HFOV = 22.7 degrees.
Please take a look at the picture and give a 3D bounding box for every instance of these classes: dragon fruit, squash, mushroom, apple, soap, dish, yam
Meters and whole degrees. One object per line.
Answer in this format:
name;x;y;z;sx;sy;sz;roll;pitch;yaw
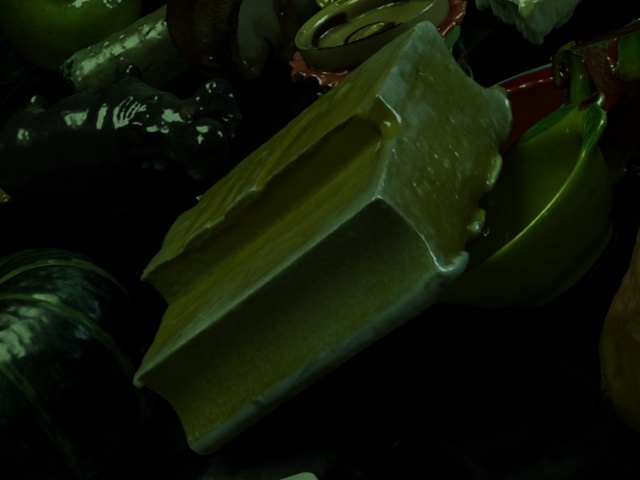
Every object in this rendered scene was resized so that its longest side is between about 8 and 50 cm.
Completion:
dragon fruit;0.247;-0.127;1.241;0.138;0.175;0.142;-14;30;-38
squash;-0.254;0.119;1.308;0.252;0.165;0.252;-28;26;15
mushroom;-0.089;-0.274;1.775;0.138;0.194;0.231;-4;23;34
apple;-0.336;-0.320;2.123;0.196;0.196;0.157;-38;-10;-13
soap;0.000;0.000;1.201;0.281;0.143;0.259;-36;21;33
dish;0.161;-0.011;1.178;0.208;0.080;0.149;-46;18;-5
yam;-0.190;-0.236;1.932;0.259;0.093;0.093;-28;27;7

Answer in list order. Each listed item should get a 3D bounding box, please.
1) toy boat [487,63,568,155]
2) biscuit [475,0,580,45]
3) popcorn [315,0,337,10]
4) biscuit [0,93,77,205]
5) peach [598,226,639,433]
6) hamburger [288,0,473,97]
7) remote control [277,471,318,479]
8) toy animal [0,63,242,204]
toy boat;0.195;-0.115;1.351;0.172;0.069;0.059;-15;14;34
biscuit;0.216;-0.311;1.615;0.179;0.084;0.281;-42;27;5
popcorn;0.042;-0.251;1.729;0.096;0.089;0.109;-10;29;16
biscuit;-0.397;-0.092;1.984;0.232;0.013;0.237;-23;27;16
peach;0.261;0.030;0.886;0.235;0.214;0.214;-36;26;6
hamburger;0.068;-0.155;1.470;0.175;0.137;0.175;-20;27;11
remote control;-0.110;0.234;1.107;0.250;0.034;0.103;-22;28;19
toy animal;-0.211;-0.120;1.741;0.343;0.106;0.168;-5;35;35
